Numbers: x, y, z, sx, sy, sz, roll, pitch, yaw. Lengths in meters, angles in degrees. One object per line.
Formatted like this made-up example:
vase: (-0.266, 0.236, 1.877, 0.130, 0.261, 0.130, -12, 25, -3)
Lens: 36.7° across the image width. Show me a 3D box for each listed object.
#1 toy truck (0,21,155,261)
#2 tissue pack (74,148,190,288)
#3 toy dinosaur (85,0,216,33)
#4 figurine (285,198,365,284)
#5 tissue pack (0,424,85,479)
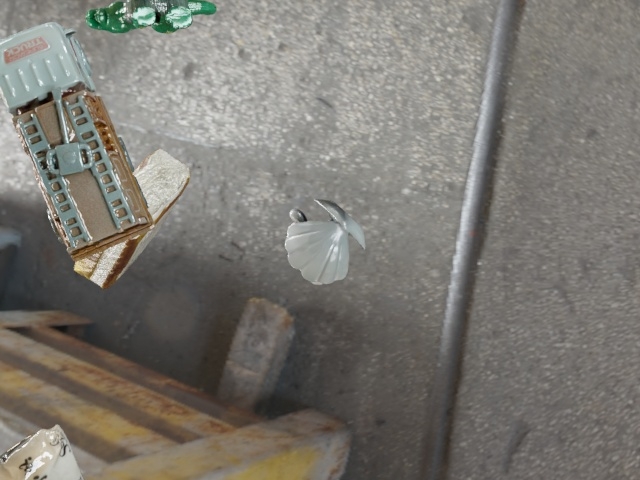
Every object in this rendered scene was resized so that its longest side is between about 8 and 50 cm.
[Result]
toy truck: (-0.335, -0.133, 1.275, 0.136, 0.162, 0.306, -23, 93, -7)
tissue pack: (-0.320, -0.034, 1.648, 0.092, 0.183, 0.226, 35, 146, -4)
toy dinosaur: (-0.166, -0.233, 0.976, 0.096, 0.132, 0.059, -2, 95, 64)
figurine: (0.000, 0.000, 1.089, 0.094, 0.082, 0.086, 43, 93, -5)
tissue pack: (-0.527, 0.530, 1.588, 0.195, 0.390, 0.376, 26, 145, 45)
